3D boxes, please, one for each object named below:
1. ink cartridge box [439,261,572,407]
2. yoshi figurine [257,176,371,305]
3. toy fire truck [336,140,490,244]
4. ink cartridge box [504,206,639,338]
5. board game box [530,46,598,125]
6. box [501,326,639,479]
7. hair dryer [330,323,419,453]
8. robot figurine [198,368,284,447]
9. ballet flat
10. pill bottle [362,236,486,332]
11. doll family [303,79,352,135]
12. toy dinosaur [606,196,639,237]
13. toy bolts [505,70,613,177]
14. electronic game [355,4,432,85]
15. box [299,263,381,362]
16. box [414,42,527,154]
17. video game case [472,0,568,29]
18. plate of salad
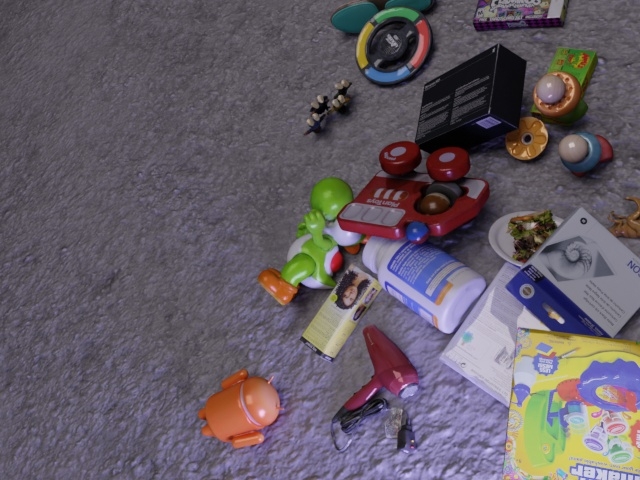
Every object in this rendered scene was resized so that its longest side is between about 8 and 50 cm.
[{"bbox_3d":[0.419,0.180,1.439,0.186,0.065,0.311,34,90,36],"label":"ink cartridge box"},{"bbox_3d":[-0.019,-0.020,1.708,0.362,0.203,0.203,-45,47,2],"label":"yoshi figurine"},{"bbox_3d":[0.218,-0.086,1.551,0.302,0.169,0.254,13,48,35],"label":"toy fire truck"},{"bbox_3d":[0.527,0.086,1.349,0.223,0.045,0.224,42,86,5],"label":"ink cartridge box"},{"bbox_3d":[0.580,-0.367,1.600,0.092,0.043,0.181,19,80,34],"label":"board game box"},{"bbox_3d":[0.498,0.323,1.222,0.290,0.177,0.279,4,77,22],"label":"box"},{"bbox_3d":[0.117,0.334,1.535,0.223,0.080,0.293,-4,66,29],"label":"hair dryer"},{"bbox_3d":[-0.192,0.415,1.651,0.219,0.128,0.158,-28,23,17],"label":"robot figurine"},{"bbox_3d":[0.184,-0.683,1.953,0.316,0.107,0.106,-5,46,23],"label":"ballet flat"},{"bbox_3d":[0.228,0.079,1.540,0.272,0.152,0.152,37,90,36],"label":"pill bottle"},{"bbox_3d":[0.021,-0.370,1.893,0.193,0.111,0.076,-32,90,1],"label":"doll family"},{"bbox_3d":[0.673,-0.033,1.398,0.211,0.064,0.112,1,87,40],"label":"toy dinosaur"},{"bbox_3d":[0.511,-0.235,1.484,0.218,0.158,0.228,-41,66,27],"label":"toy bolts"},{"bbox_3d":[0.201,-0.542,1.872,0.229,0.048,0.229,-5,80,28],"label":"electronic game"},{"bbox_3d":[0.051,0.178,1.657,0.087,0.058,0.232,32,87,36],"label":"box"},{"bbox_3d":[0.354,-0.325,1.611,0.261,0.103,0.184,-17,59,57],"label":"box"},{"bbox_3d":[0.534,-0.650,1.755,0.232,0.042,0.210,9,72,33],"label":"video game case"},{"bbox_3d":[0.466,-0.010,1.453,0.200,0.048,0.200,-2,40,2],"label":"plate of salad"}]
